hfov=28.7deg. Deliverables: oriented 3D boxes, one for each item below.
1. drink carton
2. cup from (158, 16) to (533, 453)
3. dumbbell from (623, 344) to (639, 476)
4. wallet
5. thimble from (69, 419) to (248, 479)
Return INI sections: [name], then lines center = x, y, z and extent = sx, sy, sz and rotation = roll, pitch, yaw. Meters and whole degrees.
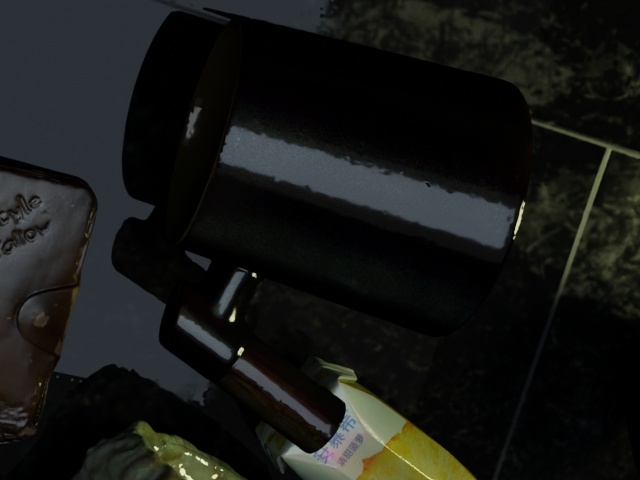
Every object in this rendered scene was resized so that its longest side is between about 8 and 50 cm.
[drink carton]
center = 0.014, 0.135, 0.844
extent = 0.200, 0.074, 0.084
rotation = 39, 88, -21
[cup]
center = 0.007, -0.009, 0.740
extent = 0.176, 0.166, 0.240
rotation = 16, 64, -17
[dumbbell]
center = 0.348, 0.126, 0.918
extent = 0.225, 0.124, 0.140
rotation = 2, 68, -18
[wallet]
center = -0.201, 0.040, 0.776
extent = 0.095, 0.026, 0.176
rotation = 14, 99, -23
[thimble]
center = -0.101, 0.214, 0.796
extent = 0.190, 0.137, 0.143
rotation = 37, 92, -8
